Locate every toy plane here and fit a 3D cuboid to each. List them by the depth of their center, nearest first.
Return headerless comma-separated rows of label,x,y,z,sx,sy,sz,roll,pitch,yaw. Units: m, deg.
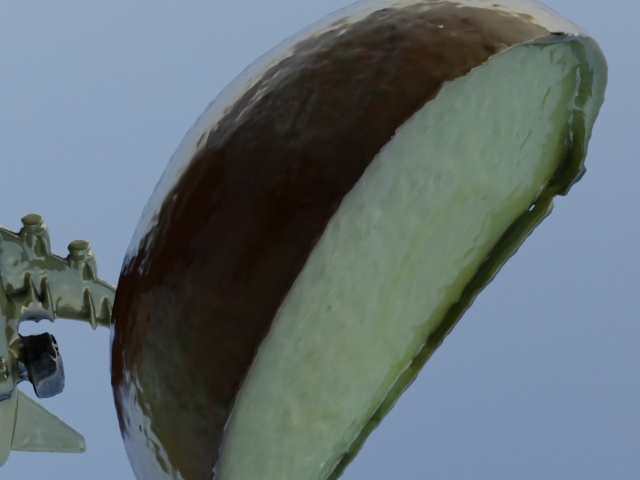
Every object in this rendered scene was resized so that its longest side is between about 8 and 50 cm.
toy plane,-0.209,0.042,1.159,0.242,0.256,0.104,-12,-136,-12

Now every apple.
apple,0.000,0.000,1.019,0.346,0.179,0.254,-52,-175,-9
